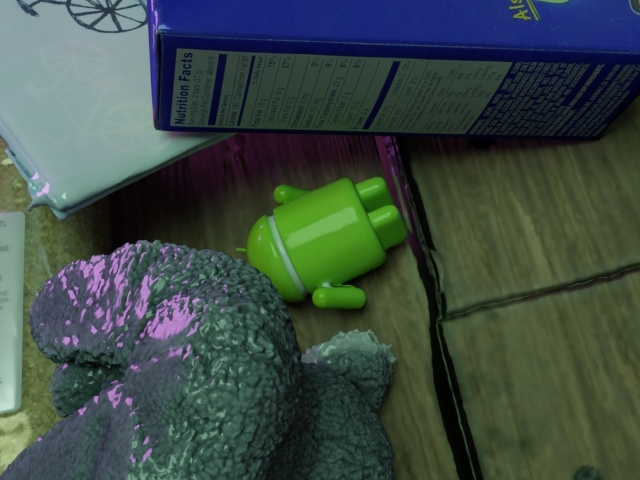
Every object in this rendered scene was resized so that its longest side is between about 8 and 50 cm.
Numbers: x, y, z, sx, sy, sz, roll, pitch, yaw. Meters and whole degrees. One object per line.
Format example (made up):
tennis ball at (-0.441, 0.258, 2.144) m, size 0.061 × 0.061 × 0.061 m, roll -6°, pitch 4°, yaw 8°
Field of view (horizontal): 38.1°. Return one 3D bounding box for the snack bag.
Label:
snack bag at (-0.132, -0.191, 0.700) m, size 0.342 × 0.037 × 0.323 m, roll -29°, pitch 61°, yaw -27°

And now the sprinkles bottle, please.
sprinkles bottle at (-0.200, 0.046, 0.646) m, size 0.121 × 0.121 × 0.355 m, roll -13°, pitch 65°, yaw 10°

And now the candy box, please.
candy box at (0.042, -0.207, 0.625) m, size 0.317 × 0.122 × 0.268 m, roll 0°, pitch 65°, yaw -12°

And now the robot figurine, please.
robot figurine at (0.000, 0.000, 0.639) m, size 0.115 × 0.067 × 0.101 m, roll -25°, pitch 62°, yaw 4°

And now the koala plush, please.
koala plush at (-0.039, 0.115, 0.528) m, size 0.203 × 0.221 × 0.196 m, roll -22°, pitch 50°, yaw 40°
